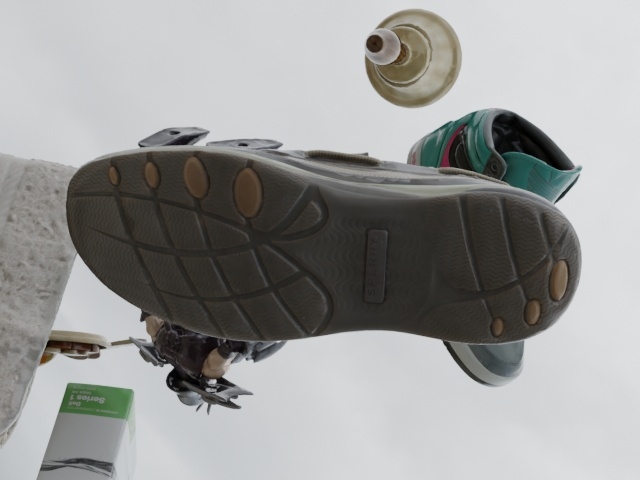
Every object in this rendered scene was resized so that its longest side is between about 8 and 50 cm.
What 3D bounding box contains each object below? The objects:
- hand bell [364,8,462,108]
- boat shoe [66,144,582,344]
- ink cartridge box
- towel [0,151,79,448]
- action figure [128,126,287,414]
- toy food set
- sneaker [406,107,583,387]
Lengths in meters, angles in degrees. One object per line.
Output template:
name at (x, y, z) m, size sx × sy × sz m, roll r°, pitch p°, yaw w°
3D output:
hand bell at (0.086, -0.217, 1.202) m, size 0.126 × 0.126 × 0.242 m, roll 60°, pitch 17°, yaw 2°
boat shoe at (0.000, 0.000, 0.740) m, size 0.130 × 0.355 × 0.132 m, roll -58°, pitch 157°, yaw -76°
ink cartridge box at (-0.292, 0.311, 1.275) m, size 0.219 × 0.092 × 0.160 m, roll -83°, pitch -179°, yaw -49°
towel at (-0.294, 0.031, 0.803) m, size 0.187 × 0.282 × 0.049 m, roll 16°, pitch -37°, yaw -9°
action figure at (-0.109, 0.040, 0.993) m, size 0.185 × 0.099 × 0.285 m, roll 18°, pitch -67°, yaw 32°
toy food set at (-0.314, 0.132, 1.241) m, size 0.132 × 0.192 × 0.039 m, roll -12°, pitch -108°, yaw 51°
sneaker at (0.193, -0.014, 1.060) m, size 0.178 × 0.123 × 0.296 m, roll -38°, pitch -124°, yaw 49°
